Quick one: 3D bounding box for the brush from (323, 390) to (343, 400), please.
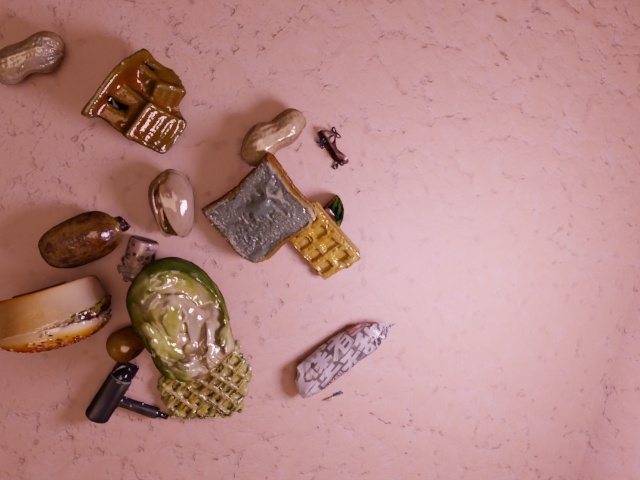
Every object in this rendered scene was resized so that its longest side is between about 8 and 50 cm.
[{"bbox_3d":[0.049,0.598,1.569,0.083,0.016,0.013,-17,88,-15],"label":"brush"}]

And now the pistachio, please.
[{"bbox_3d":[-0.463,-0.116,1.284,0.143,0.144,0.215,-8,107,-16],"label":"pistachio"}]

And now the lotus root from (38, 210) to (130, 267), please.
[{"bbox_3d":[-0.702,-0.006,1.224,0.260,0.128,0.145,-23,116,-8],"label":"lotus root"}]

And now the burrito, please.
[{"bbox_3d":[0.089,0.414,1.519,0.445,0.101,0.139,-34,99,-9],"label":"burrito"}]

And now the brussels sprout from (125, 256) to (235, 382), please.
[{"bbox_3d":[-0.419,0.230,1.242,0.275,0.315,0.371,-32,89,-22],"label":"brussels sprout"}]

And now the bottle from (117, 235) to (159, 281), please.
[{"bbox_3d":[-0.578,0.067,1.287,0.098,0.099,0.152,20,94,-18],"label":"bottle"}]

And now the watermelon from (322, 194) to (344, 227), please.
[{"bbox_3d":[0.037,-0.091,1.472,0.094,0.125,0.136,-2,118,12],"label":"watermelon"}]

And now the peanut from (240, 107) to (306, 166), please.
[{"bbox_3d":[-0.158,-0.350,1.354,0.256,0.123,0.124,-41,105,-9],"label":"peanut"}]

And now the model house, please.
[{"bbox_3d":[-0.511,-0.404,1.213,0.239,0.173,0.268,35,88,-16],"label":"model house"}]

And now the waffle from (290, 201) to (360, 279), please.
[{"bbox_3d":[0.000,0.000,1.432,0.168,0.057,0.274,-35,106,23],"label":"waffle"}]

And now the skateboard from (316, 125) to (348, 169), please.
[{"bbox_3d":[0.050,-0.334,1.452,0.080,0.067,0.151,-39,101,-19],"label":"skateboard"}]

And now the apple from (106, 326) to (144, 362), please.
[{"bbox_3d":[-0.617,0.327,1.294,0.102,0.099,0.114,42,57,8],"label":"apple"}]

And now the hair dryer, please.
[{"bbox_3d":[-0.603,0.523,1.349,0.248,0.078,0.196,34,85,-27],"label":"hair dryer"}]

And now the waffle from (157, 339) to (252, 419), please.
[{"bbox_3d":[-0.393,0.478,1.395,0.316,0.073,0.298,-1,96,-16],"label":"waffle"}]

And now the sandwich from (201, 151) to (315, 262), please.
[{"bbox_3d":[-0.194,-0.088,1.327,0.301,0.099,0.271,-37,100,14],"label":"sandwich"}]

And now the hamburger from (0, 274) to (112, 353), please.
[{"bbox_3d":[-0.742,0.212,1.151,0.300,0.300,0.176,-16,94,-14],"label":"hamburger"}]

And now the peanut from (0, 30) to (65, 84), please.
[{"bbox_3d":[-0.826,-0.514,1.154,0.214,0.090,0.099,-30,133,-10],"label":"peanut"}]
